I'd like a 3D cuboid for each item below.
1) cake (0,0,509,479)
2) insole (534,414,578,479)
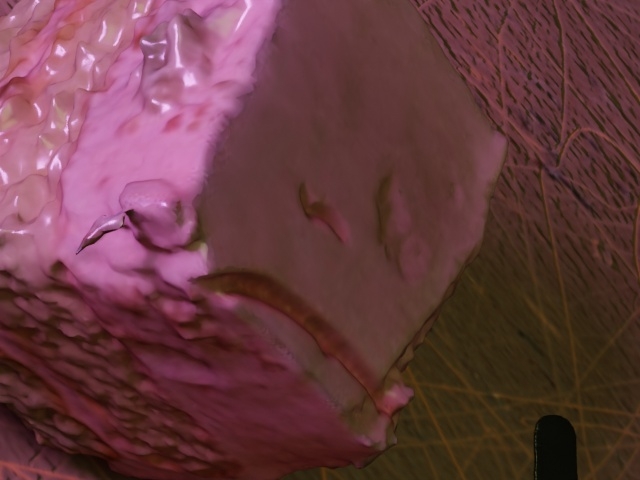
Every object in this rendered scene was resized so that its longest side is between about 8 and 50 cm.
[{"bbox_3d":[-0.081,-0.025,1.012,0.293,0.307,0.314,45,50,-36],"label":"cake"},{"bbox_3d":[0.184,0.212,1.233,0.053,0.002,0.153,12,67,-19],"label":"insole"}]
